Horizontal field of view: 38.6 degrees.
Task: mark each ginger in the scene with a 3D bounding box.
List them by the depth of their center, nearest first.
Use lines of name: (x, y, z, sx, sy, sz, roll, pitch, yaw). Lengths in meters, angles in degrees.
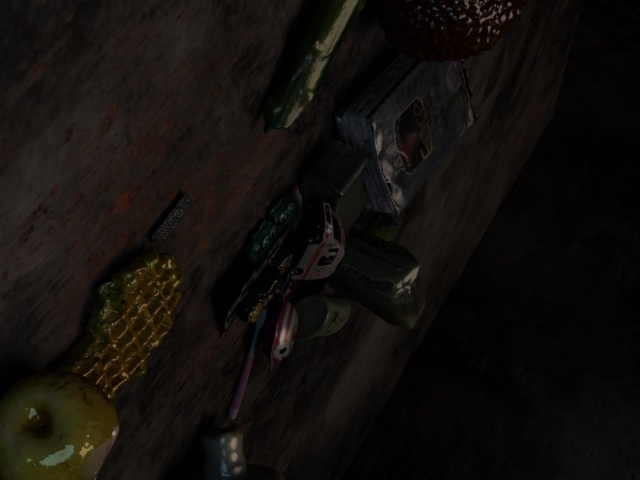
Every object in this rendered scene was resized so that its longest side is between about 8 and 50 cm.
ginger: (0.152, 0.061, 2.448, 0.290, 0.089, 0.137, 88, 14, -49)

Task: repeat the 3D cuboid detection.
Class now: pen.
pen: (-0.047, -0.043, 1.841, 0.026, 0.026, 0.218, -54, 159, -29)

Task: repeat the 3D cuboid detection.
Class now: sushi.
sushi: (-0.102, 0.088, 1.743, 0.215, 0.051, 0.192, -55, 175, -27)

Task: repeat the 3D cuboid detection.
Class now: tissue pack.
tissue pack: (0.186, -0.259, 1.944, 0.361, 0.122, 0.259, -49, 133, -34)

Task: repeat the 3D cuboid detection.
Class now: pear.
pear: (-0.341, 0.254, 1.179, 0.178, 0.178, 0.178, -53, 159, -31)

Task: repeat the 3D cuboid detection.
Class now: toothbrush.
toothbrush: (-0.155, 0.266, 1.963, 0.025, 0.020, 0.286, -41, 152, -65)

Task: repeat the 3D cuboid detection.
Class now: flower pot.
flower pot: (0.027, -0.092, 1.856, 0.108, 0.103, 0.229, -54, 161, -28)

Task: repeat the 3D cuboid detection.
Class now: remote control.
remote control: (-0.225, -0.032, 1.367, 0.091, 0.016, 0.034, -56, 145, -24)

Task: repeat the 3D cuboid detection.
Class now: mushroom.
mushroom: (-0.191, 0.502, 1.900, 0.243, 0.244, 0.243, -53, 159, -31)

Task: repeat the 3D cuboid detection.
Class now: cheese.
cheese: (-0.079, 0.158, 1.942, 0.155, 0.062, 0.244, -53, 154, -81)

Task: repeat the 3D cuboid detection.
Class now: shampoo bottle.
shampoo bottle: (0.006, 0.180, 2.179, 0.118, 0.087, 0.234, -46, 165, 11)

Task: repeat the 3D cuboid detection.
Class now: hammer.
hammer: (0.209, -0.087, 2.468, 0.182, 0.062, 0.017, -50, 159, -54)

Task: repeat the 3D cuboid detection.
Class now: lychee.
lychee: (0.232, -0.457, 1.665, 0.275, 0.276, 0.304, -48, 174, -42)

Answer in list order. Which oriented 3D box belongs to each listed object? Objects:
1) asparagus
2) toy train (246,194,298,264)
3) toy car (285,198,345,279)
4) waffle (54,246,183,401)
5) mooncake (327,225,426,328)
asparagus: (-0.003, -0.324, 1.492, 0.343, 0.082, 0.085, -66, 166, 9)
toy train: (-0.089, -0.025, 1.725, 0.148, 0.038, 0.071, -54, 162, -31)
toy car: (0.000, 0.000, 1.802, 0.209, 0.108, 0.089, 119, -28, -54)
waffle: (-0.289, 0.128, 1.339, 0.249, 0.056, 0.253, -31, 145, -60)
mooncake: (0.129, 0.075, 2.130, 0.136, 0.250, 0.254, -57, 160, -16)
